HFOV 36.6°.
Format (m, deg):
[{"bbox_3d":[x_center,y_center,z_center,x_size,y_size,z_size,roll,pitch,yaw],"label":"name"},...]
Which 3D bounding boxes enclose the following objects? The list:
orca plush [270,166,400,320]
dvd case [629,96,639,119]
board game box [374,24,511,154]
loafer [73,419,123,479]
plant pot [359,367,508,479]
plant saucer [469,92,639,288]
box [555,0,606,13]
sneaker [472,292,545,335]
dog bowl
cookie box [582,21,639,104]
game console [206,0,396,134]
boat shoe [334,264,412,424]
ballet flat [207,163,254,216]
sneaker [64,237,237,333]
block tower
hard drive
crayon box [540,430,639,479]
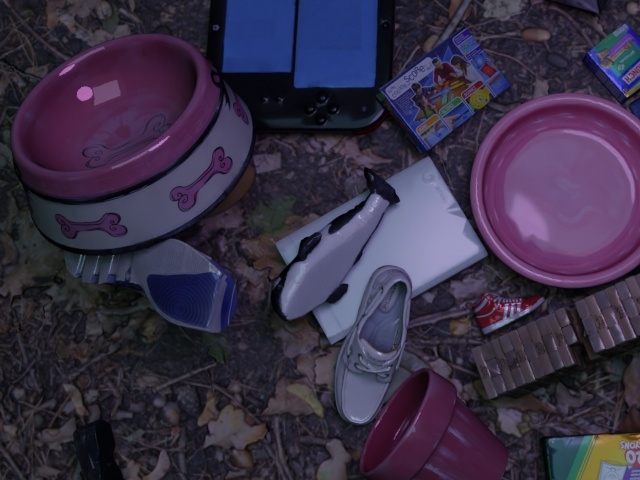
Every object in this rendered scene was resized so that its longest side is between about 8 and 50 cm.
[{"bbox_3d":[0.000,0.000,1.612,0.102,0.151,0.287,28,86,41],"label":"orca plush"},{"bbox_3d":[0.645,-0.165,1.602,0.022,0.180,0.253,-15,75,-43],"label":"dvd case"},{"bbox_3d":[0.213,-0.261,1.678,0.201,0.035,0.136,-37,90,-14],"label":"board game box"},{"bbox_3d":[-0.378,0.393,1.643,0.061,0.062,0.170,-17,75,24],"label":"loafer"},{"bbox_3d":[0.188,0.333,1.541,0.180,0.201,0.201,34,85,-6],"label":"plant pot"},{"bbox_3d":[0.416,-0.080,1.637,0.332,0.084,0.332,-1,80,4],"label":"plant saucer"},{"bbox_3d":[0.470,-0.559,1.690,0.169,0.087,0.290,26,83,27],"label":"box"},{"bbox_3d":[0.314,0.105,1.634,0.118,0.042,0.067,-28,82,2],"label":"sneaker"},{"bbox_3d":[-0.321,-0.177,1.587,0.408,0.150,0.408,-10,48,11],"label":"dog bowl"},{"bbox_3d":[0.528,-0.308,1.687,0.092,0.040,0.107,-38,80,-3],"label":"cookie box"},{"bbox_3d":[-0.036,-0.378,1.740,0.342,0.060,0.387,2,80,5],"label":"game console"},{"bbox_3d":[0.087,0.179,1.591,0.098,0.096,0.277,12,97,-6],"label":"boat shoe"},{"bbox_3d":[-0.221,-0.073,1.695,0.232,0.073,0.080,-30,80,-1],"label":"ballet flat"},{"bbox_3d":[-0.250,0.047,1.610,0.315,0.182,0.127,19,95,27],"label":"sneaker"},{"bbox_3d":[0.413,0.151,1.530,0.335,0.097,0.091,-27,66,22],"label":"block tower"},{"bbox_3d":[0.104,0.017,1.669,0.307,0.040,0.203,-30,79,0],"label":"hard drive"},{"bbox_3d":[0.503,0.389,1.549,0.278,0.081,0.165,-5,80,4],"label":"crayon box"}]
